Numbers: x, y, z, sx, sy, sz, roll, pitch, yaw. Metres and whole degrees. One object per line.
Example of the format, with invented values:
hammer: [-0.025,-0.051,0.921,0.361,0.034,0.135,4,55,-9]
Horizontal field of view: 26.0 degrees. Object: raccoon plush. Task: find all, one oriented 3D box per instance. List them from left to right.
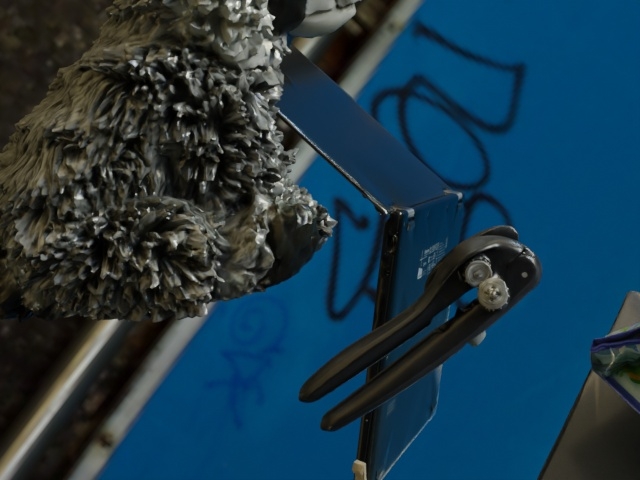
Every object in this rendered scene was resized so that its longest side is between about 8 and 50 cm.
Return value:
raccoon plush: [-0.177,-0.096,0.939,0.446,0.299,0.216,-19,-160,-19]

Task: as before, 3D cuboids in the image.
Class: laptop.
laptop: [0.000,0.000,1.397,0.382,0.236,0.407,-18,115,-75]

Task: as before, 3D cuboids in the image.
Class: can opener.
can opener: [0.068,0.062,0.918,0.186,0.059,0.073,-42,177,1]

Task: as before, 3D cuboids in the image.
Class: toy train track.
toy train track: [0.032,0.226,1.183,0.048,0.083,0.014,17,-148,33]

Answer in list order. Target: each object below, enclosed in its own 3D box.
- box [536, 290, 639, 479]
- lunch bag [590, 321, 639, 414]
box: [0.202,0.273,0.908,0.343,0.179,0.312,-56,158,-35]
lunch bag: [0.250,0.070,0.789,0.129,0.096,0.151,-13,-162,-30]
